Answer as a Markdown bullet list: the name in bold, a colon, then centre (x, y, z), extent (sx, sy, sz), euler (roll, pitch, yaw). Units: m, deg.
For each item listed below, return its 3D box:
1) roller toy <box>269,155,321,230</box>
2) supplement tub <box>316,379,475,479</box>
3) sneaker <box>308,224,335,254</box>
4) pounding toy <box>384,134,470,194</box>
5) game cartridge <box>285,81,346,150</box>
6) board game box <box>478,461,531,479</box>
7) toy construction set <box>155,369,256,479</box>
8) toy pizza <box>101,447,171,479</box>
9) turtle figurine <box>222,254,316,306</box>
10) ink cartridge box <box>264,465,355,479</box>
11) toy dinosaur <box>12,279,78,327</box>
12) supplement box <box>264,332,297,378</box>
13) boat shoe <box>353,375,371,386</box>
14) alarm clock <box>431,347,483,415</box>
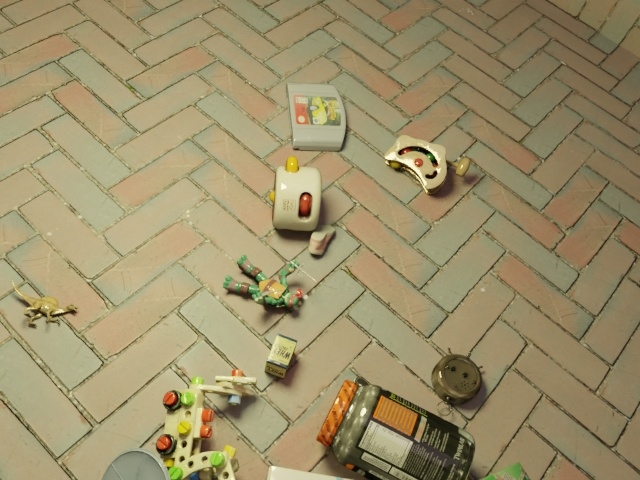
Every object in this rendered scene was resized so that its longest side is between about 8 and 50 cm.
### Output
- **roller toy**: centre (-0.078, -0.127, 1.801), extent (0.146, 0.209, 0.191), euler (3, 62, -8)
- **supplement tub**: centre (0.175, 0.481, 1.446), extent (0.338, 0.207, 0.207), euler (26, 56, 7)
- **sneaker**: centre (0.000, 0.000, 1.829), extent (0.051, 0.070, 0.134), euler (22, 26, 14)
- **pounding toy**: centre (0.350, -0.236, 2.033), extent (0.270, 0.155, 0.154), euler (19, 84, 13)
- **game cartridge**: centre (-0.013, -0.435, 2.105), extent (0.196, 0.060, 0.294), euler (2, 57, -15)
- **board game box**: centre (0.446, 0.633, 1.375), extent (0.317, 0.046, 0.213), euler (14, 39, -52)
- **toy construction set**: centre (-0.262, 0.442, 1.422), extent (0.215, 0.151, 0.327), euler (-5, 47, 15)
- **toy pizza**: centre (-0.406, 0.564, 1.340), extent (0.201, 0.032, 0.201), euler (-7, 72, 22)
- **turtle figurine**: centre (-0.140, 0.128, 1.673), extent (0.234, 0.118, 0.175), euler (19, 39, 20)
- **ink cartridge box**: centre (0.020, 0.605, 1.324), extent (0.307, 0.226, 0.131), euler (10, 55, -3)
- **toy dinosaur**: centre (-0.731, 0.175, 1.578), extent (0.183, 0.053, 0.092), euler (20, 40, -6)
- **supplement box**: centre (-0.104, 0.303, 1.583), extent (0.056, 0.083, 0.083), euler (20, 57, 4)
- **boat shoe**: centre (0.133, 0.406, 1.588), extent (0.046, 0.038, 0.125), euler (-22, 64, -23)
- **alarm clock**: centre (0.362, 0.387, 1.634), extent (0.129, 0.064, 0.192), euler (28, 60, 8)
